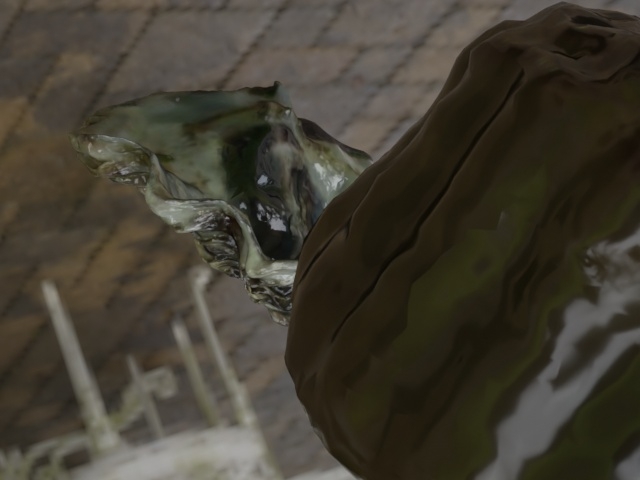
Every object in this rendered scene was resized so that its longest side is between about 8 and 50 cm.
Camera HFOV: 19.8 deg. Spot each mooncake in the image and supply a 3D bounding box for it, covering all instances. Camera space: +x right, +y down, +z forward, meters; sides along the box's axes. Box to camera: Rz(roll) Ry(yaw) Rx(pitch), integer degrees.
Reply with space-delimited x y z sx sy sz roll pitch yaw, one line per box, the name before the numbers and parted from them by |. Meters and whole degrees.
mooncake | 0.152 0.049 0.683 0.187 0.324 0.324 -55 149 13

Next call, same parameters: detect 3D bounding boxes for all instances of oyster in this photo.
oyster | -0.001 0.001 1.230 0.115 0.238 0.351 -47 147 12
